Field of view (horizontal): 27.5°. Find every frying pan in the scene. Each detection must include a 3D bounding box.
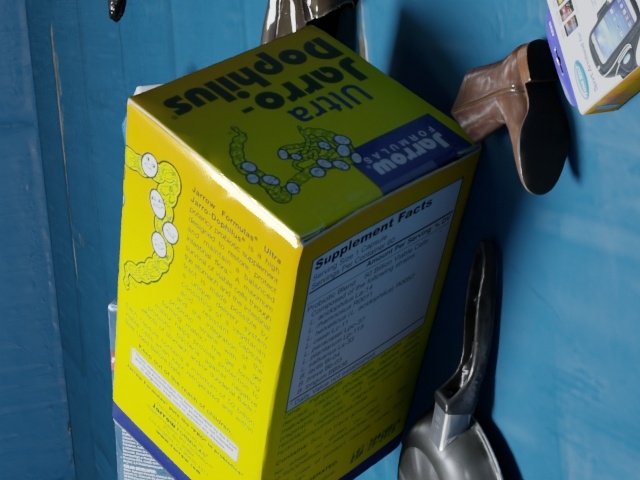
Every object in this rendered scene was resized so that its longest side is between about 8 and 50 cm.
[{"bbox_3d":[0.114,0.180,1.012,0.326,0.053,0.197,97,158,-45],"label":"frying pan"}]

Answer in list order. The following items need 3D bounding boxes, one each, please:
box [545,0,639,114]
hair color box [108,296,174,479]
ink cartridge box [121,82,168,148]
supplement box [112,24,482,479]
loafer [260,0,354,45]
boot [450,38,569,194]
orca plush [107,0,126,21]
[{"bbox_3d":[0.174,-0.130,0.757,0.136,0.028,0.081,131,129,-68],"label":"box"},{"bbox_3d":[-0.172,0.202,1.612,0.174,0.105,0.347,-54,-31,-60],"label":"hair color box"},{"bbox_3d":[-0.192,-0.085,1.699,0.148,0.086,0.203,141,119,-68],"label":"ink cartridge box"},{"bbox_3d":[-0.034,0.042,1.068,0.195,0.194,0.356,39,138,28],"label":"supplement box"},{"bbox_3d":[0.000,-0.229,1.156,0.078,0.080,0.220,22,122,30],"label":"loafer"},{"bbox_3d":[0.124,-0.076,0.898,0.114,0.037,0.106,162,112,-67],"label":"boot"},{"bbox_3d":[-0.152,-0.310,1.475,0.102,0.151,0.287,47,136,-14],"label":"orca plush"}]
